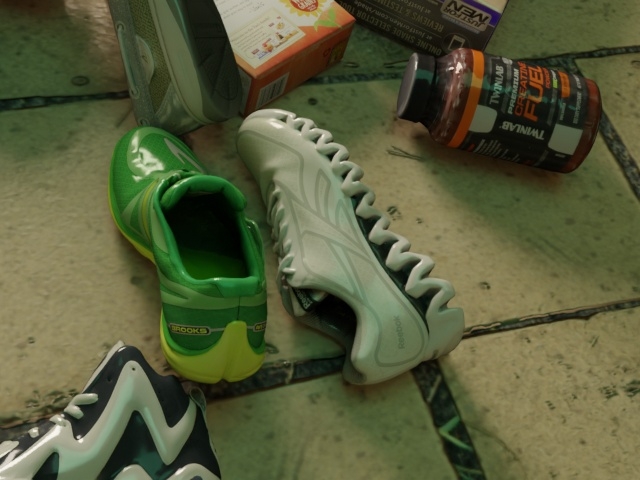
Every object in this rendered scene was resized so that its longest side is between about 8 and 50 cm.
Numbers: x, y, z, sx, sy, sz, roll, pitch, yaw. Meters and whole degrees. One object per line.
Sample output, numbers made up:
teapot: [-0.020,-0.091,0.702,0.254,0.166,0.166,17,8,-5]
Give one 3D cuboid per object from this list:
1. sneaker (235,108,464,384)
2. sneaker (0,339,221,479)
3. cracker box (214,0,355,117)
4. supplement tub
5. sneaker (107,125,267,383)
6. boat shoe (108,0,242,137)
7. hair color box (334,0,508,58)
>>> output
sneaker: [0.000,0.000,0.847,0.118,0.110,0.292,-30,68,-21]
sneaker: [-0.186,0.143,0.697,0.235,0.094,0.153,5,54,-13]
cracker box: [-0.100,-0.255,1.013,0.232,0.067,0.156,44,56,14]
supplement tub: [0.183,-0.139,0.988,0.198,0.106,0.106,12,54,-7]
sneaker: [-0.102,-0.016,0.790,0.109,0.123,0.295,-2,39,-27]
boat shoe: [-0.172,-0.254,0.897,0.118,0.103,0.320,-27,98,-67]
hair color box: [0.165,-0.373,1.146,0.185,0.110,0.339,26,55,2]
